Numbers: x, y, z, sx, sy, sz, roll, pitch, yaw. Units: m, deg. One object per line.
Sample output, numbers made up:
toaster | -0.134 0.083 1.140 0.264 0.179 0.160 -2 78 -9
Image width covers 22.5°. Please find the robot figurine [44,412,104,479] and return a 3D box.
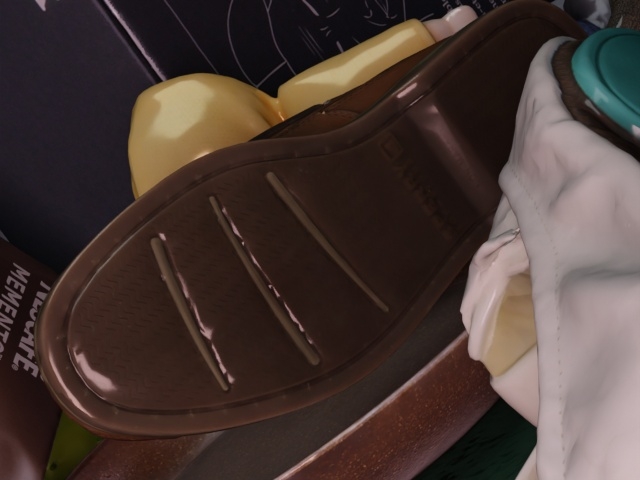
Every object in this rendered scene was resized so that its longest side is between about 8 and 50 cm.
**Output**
robot figurine | -0.172 0.138 0.979 0.101 0.067 0.115 -30 4 -41

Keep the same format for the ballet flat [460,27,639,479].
ballet flat | 0.099 0.025 0.492 0.139 0.139 0.400 -33 11 12

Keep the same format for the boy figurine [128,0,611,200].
boy figurine | 0.032 -0.061 0.887 0.285 0.092 0.177 -14 -26 -13

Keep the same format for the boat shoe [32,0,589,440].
boat shoe | 0.000 0.000 0.711 0.307 0.110 0.104 -29 2 -31

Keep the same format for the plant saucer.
plant saucer | -0.005 0.076 0.768 0.311 0.050 0.310 -35 10 7

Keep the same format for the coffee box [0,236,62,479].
coffee box | -0.230 0.098 0.796 0.119 0.168 0.297 -49 17 24

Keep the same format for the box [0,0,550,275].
box | -0.042 -0.124 1.121 0.212 0.293 0.395 -27 12 42

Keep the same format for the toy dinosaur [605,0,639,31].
toy dinosaur | 0.233 -0.182 0.852 0.313 0.121 0.160 -51 49 6
